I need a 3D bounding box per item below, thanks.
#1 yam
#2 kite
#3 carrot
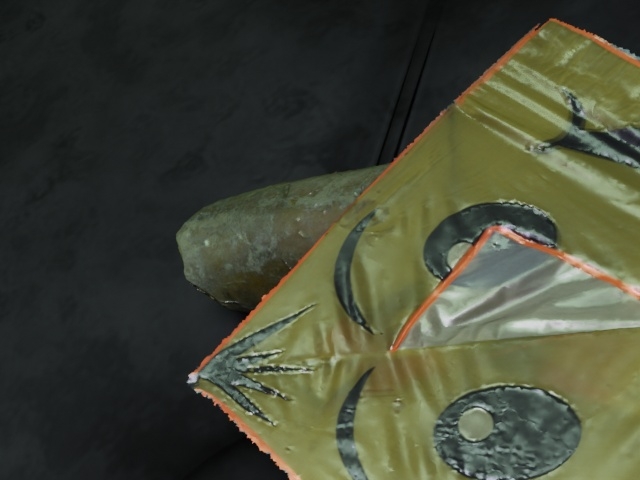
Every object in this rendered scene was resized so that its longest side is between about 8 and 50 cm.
[{"bbox_3d":[0.000,0.000,0.762,0.147,0.069,0.069,-11,46,30],"label":"yam"},{"bbox_3d":[0.097,0.045,0.640,0.328,0.013,0.377,-6,56,12],"label":"kite"},{"bbox_3d":[0.027,0.135,0.640,0.248,0.043,0.043,-26,42,6],"label":"carrot"}]
